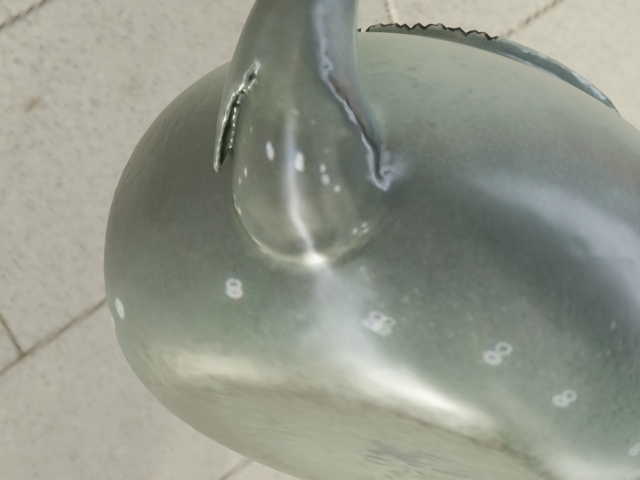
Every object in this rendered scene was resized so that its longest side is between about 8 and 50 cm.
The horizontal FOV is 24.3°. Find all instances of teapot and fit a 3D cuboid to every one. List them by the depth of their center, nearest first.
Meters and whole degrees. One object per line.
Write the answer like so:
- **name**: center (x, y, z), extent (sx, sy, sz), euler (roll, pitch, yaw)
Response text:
- **teapot**: center (0.031, 0.009, 0.467), extent (0.294, 0.193, 0.129), euler (50, 53, -57)
